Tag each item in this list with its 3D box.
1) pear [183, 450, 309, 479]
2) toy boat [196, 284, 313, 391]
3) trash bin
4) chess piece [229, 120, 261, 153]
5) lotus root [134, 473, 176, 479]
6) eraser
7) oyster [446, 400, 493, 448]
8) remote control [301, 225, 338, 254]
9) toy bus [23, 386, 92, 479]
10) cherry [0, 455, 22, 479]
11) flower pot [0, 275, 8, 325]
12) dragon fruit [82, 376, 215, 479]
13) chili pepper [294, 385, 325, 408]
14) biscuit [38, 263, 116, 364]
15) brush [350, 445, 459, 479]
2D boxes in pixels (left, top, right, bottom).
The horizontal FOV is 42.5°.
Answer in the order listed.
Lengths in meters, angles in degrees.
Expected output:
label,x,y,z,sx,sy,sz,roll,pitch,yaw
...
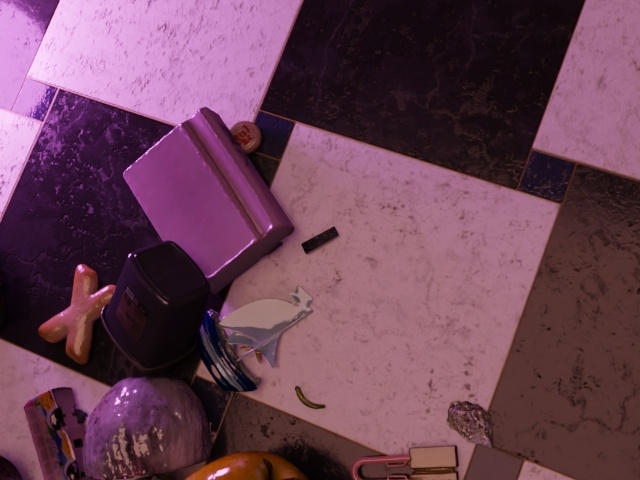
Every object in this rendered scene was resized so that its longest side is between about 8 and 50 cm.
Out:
label,x,y,z,sx,sy,sz,roll,pitch,yaw
pear,-0.160,0.628,1.675,0.363,0.362,0.418,25,114,16
toy boat,-0.144,0.208,1.904,0.291,0.067,0.220,-36,73,1
trash bin,-0.374,0.159,1.868,0.209,0.182,0.290,49,134,23
chess piece,-0.185,-0.252,2.017,0.084,0.038,0.083,-2,80,12
lotus root,-0.414,0.662,1.821,0.175,0.175,0.349,38,98,17
eraser,-0.267,-0.092,1.945,0.272,0.122,0.359,-37,73,12
oyster,0.321,0.395,1.772,0.100,0.037,0.098,1,78,13
remote control,0.000,0.000,1.936,0.091,0.016,0.034,-29,58,5
toy bus,-0.602,0.489,1.934,0.112,0.090,0.273,-25,75,14
cherry,-0.785,0.590,1.905,0.195,0.195,0.195,-3,78,12
flower pot,-0.908,0.080,2.008,0.267,0.266,0.267,-17,66,9
dragon fruit,-0.404,0.415,1.846,0.283,0.204,0.221,-7,77,10
chili pepper,-0.028,0.361,1.868,0.083,0.017,0.030,38,87,17
biscuit,-0.583,0.180,2.015,0.164,0.047,0.207,30,86,16
brush,0.181,0.499,1.779,0.234,0.047,0.103,-5,78,13
